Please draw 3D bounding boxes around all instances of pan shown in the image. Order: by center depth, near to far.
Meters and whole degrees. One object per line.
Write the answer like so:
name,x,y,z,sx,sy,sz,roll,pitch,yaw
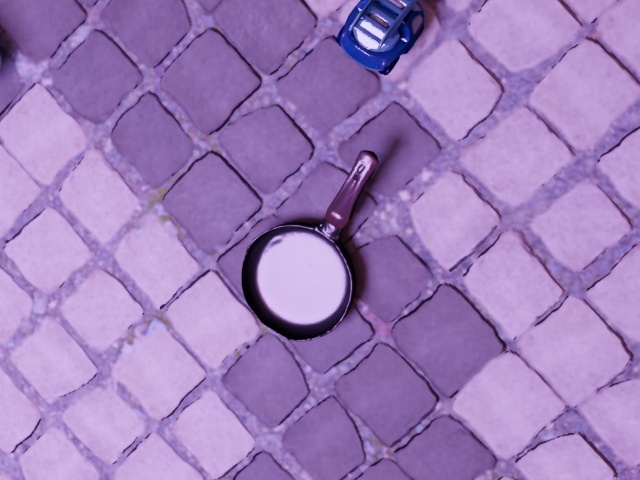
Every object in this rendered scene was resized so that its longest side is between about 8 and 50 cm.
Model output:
pan,0.001,-0.001,1.317,0.115,0.040,0.212,34,116,8

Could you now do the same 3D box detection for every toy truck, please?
toy truck,0.071,-0.213,1.246,0.063,0.074,0.136,33,68,5

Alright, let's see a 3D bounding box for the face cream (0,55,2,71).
face cream,-0.444,-0.111,1.406,0.314,0.089,0.143,-33,92,28
